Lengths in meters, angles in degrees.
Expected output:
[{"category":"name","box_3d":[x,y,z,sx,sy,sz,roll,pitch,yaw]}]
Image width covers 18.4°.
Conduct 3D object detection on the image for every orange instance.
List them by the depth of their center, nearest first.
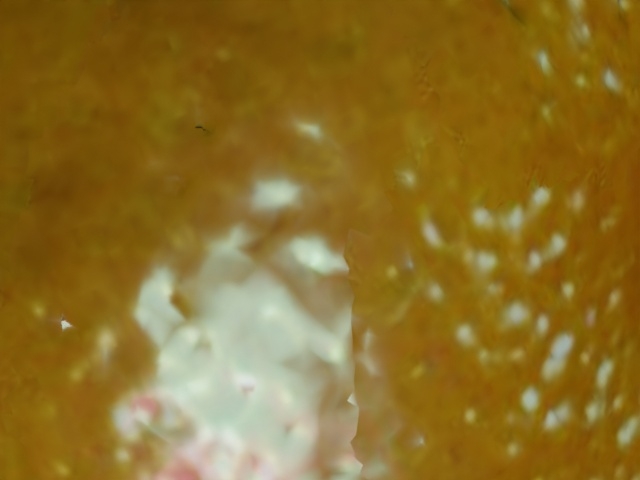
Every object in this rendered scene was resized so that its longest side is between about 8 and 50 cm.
[{"category":"orange","box_3d":[0.000,0.000,0.694,0.326,0.424,0.424,6,154,42]}]
